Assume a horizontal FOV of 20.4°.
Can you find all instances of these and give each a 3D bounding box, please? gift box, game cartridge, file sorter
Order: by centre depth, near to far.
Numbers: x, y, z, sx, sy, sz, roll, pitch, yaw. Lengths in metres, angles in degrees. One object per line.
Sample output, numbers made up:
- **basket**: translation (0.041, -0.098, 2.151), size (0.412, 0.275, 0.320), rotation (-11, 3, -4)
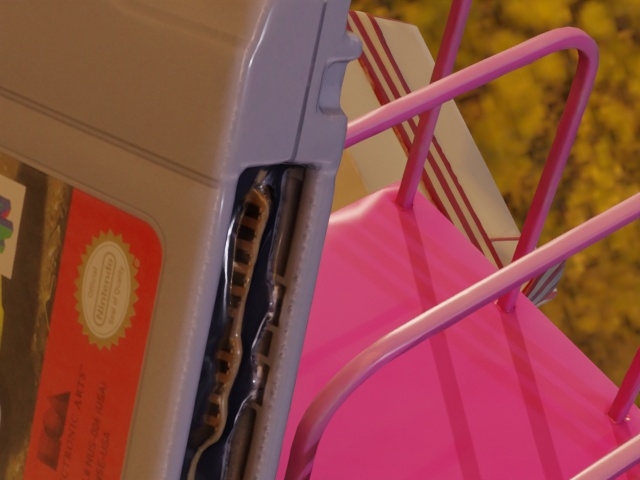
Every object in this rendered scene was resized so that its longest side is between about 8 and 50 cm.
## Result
- **game cartridge**: translation (-0.096, 0.036, 0.550), size (0.196, 0.060, 0.294), rotation (25, -70, 41)
- **file sorter**: translation (0.060, 0.058, 0.611), size (0.290, 0.202, 0.182), rotation (46, -34, 26)
- **gift box**: translation (0.000, 0.000, 1.176), size (0.255, 0.276, 0.258), rotation (-7, 70, -58)
